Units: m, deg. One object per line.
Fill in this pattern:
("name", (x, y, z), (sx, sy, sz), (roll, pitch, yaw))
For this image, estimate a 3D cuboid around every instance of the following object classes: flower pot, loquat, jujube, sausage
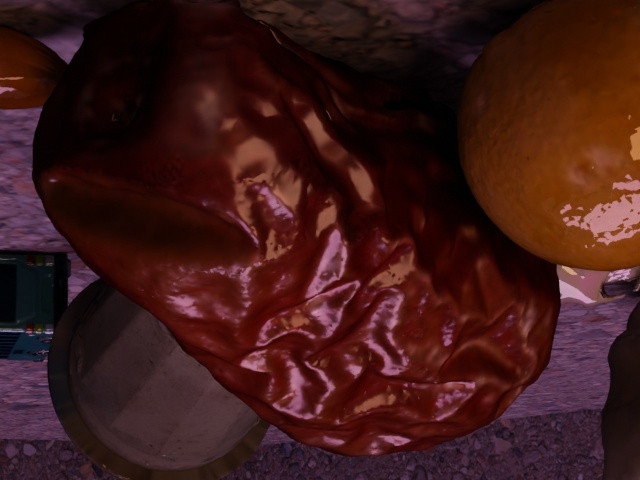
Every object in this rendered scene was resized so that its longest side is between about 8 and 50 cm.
("flower pot", (-0.097, 0.073, 0.888), (0.212, 0.212, 0.202), (5, 149, -27))
("loquat", (0.135, -0.055, 0.500), (0.141, 0.141, 0.141), (-2, 165, 0))
("jujube", (0.000, 0.000, 0.569), (0.216, 0.216, 0.342), (-9, 154, 26))
("sausage", (-0.208, -0.080, 0.516), (0.183, 0.054, 0.062), (-5, -163, 3))

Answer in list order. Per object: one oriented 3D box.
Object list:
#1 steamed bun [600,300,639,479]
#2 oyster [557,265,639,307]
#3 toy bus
("steamed bun", (0.451, 0.156, 1.126), (0.342, 0.255, 0.368), (25, 125, -24))
("oyster", (0.225, -0.016, 0.813), (0.133, 0.072, 0.209), (10, 143, -19))
("toy bus", (-0.286, 0.066, 1.014), (0.091, 0.079, 0.160), (3, 164, -21))
